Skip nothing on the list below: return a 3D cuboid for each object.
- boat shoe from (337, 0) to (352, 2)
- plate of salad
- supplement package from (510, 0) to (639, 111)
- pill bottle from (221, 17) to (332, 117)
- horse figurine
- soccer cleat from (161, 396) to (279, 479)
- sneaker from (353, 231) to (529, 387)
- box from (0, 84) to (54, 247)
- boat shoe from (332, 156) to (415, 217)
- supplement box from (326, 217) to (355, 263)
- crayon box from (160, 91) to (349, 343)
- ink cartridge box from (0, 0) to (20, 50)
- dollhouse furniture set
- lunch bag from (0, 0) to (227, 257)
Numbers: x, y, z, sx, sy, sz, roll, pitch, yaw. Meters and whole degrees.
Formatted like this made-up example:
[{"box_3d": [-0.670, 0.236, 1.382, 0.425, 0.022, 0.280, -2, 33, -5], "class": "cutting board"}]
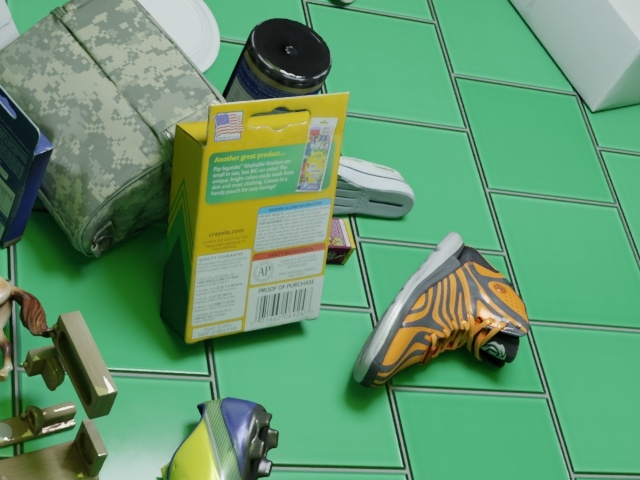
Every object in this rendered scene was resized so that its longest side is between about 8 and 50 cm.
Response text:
[{"box_3d": [0.037, -0.480, 2.286, 0.065, 0.075, 0.206, -7, 49, 24], "class": "boat shoe"}, {"box_3d": [-0.249, -0.323, 2.011, 0.200, 0.048, 0.199, 14, 58, -23], "class": "plate of salad"}, {"box_3d": [0.506, -0.400, 2.356, 0.178, 0.175, 0.293, -12, 60, -35], "class": "supplement package"}, {"box_3d": [-0.077, -0.199, 1.874, 0.123, 0.219, 0.122, 13, 49, -16], "class": "pill bottle"}, {"box_3d": [-0.442, 0.077, 1.569, 0.263, 0.066, 0.174, 8, 43, -10], "class": "horse figurine"}, {"box_3d": [-0.139, 0.309, 1.539, 0.121, 0.093, 0.289, 5, 49, 18], "class": "soccer cleat"}, {"box_3d": [0.182, 0.123, 1.805, 0.180, 0.124, 0.321, 37, 47, 7], "class": "sneaker"}, {"box_3d": [-0.398, -0.109, 1.638, 0.036, 0.225, 0.136, -29, 70, -40], "class": "box"}, {"box_3d": [0.030, -0.084, 1.943, 0.226, 0.083, 0.075, 14, 36, -31], "class": "boat shoe"}, {"box_3d": [0.000, 0.000, 1.871, 0.083, 0.043, 0.055, 4, 52, -25], "class": "supplement box"}, {"box_3d": [-0.086, -0.042, 1.675, 0.203, 0.322, 0.083, -9, 30, -32], "class": "crayon box"}, {"box_3d": [-0.515, -0.291, 1.741, 0.176, 0.127, 0.128, 1, 34, 33], "class": "ink cartridge box"}, {"box_3d": [-0.316, 0.189, 1.487, 0.123, 0.151, 0.144, -12, 58, -33], "class": "dollhouse furniture set"}, {"box_3d": [-0.291, -0.154, 1.741, 0.256, 0.212, 0.305, -34, 72, -17], "class": "lunch bag"}]
